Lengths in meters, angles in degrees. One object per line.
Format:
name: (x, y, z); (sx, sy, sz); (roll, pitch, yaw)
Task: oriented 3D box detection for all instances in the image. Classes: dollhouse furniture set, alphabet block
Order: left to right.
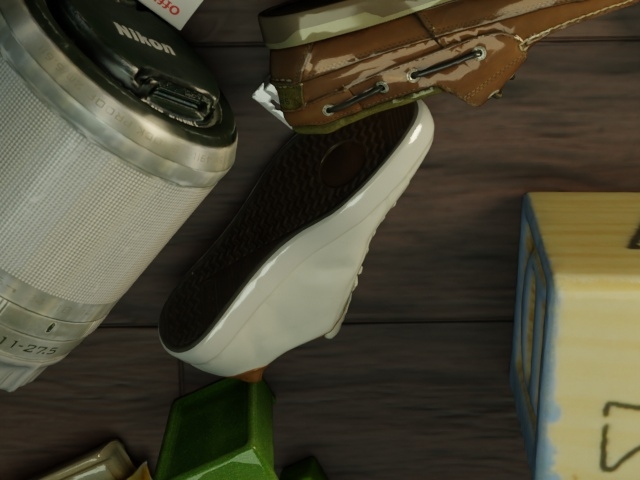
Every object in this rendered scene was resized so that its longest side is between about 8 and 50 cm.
dollhouse furniture set: (-0.142, 0.274, 1.510); (0.301, 0.151, 0.197); (-25, 112, 10)
alphabet block: (0.264, 0.077, 1.407); (0.197, 0.193, 0.192); (1, 115, -1)

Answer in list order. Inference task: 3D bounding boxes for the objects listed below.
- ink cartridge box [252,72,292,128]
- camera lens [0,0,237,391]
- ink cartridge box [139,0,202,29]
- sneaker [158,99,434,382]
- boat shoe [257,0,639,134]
ink cartridge box: (-0.012, -0.127, 1.403); (0.048, 0.028, 0.083); (38, 108, -15)
camera lens: (-0.214, -0.051, 1.330); (0.219, 0.219, 0.274); (36, 109, -15)
ink cartridge box: (-0.106, -0.237, 1.341); (0.088, 0.052, 0.122); (35, 110, -15)
sneaker: (0.000, 0.000, 1.437); (0.290, 0.106, 0.123); (-45, 133, 13)
boat shoe: (0.111, -0.158, 1.340); (0.307, 0.111, 0.104); (-12, 106, 6)
